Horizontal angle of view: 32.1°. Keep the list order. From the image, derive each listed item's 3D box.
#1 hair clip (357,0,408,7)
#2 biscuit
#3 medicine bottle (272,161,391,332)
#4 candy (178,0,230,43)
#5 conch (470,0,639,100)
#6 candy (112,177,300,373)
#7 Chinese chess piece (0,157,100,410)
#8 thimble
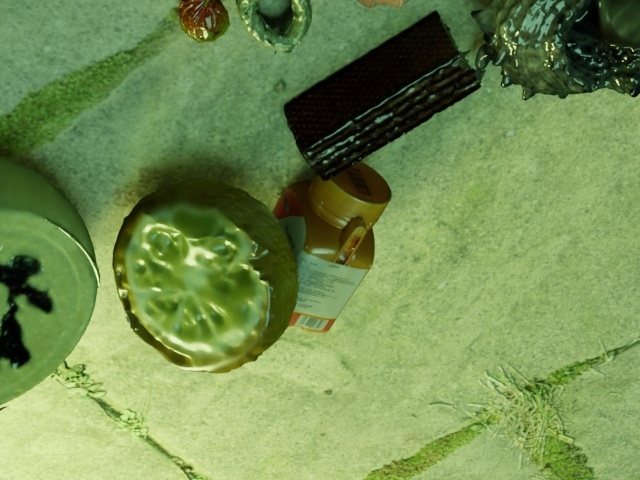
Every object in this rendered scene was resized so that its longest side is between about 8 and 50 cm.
[{"bbox_3d":[0.043,-0.329,1.255,0.138,0.123,0.102,16,96,-34],"label":"hair clip"},{"bbox_3d":[0.079,-0.181,1.395,0.252,0.106,0.070,-30,133,11],"label":"biscuit"},{"bbox_3d":[-0.001,0.000,1.503,0.112,0.149,0.222,14,125,-27],"label":"medicine bottle"},{"bbox_3d":[-0.139,-0.294,1.233,0.061,0.060,0.201,-13,149,-5],"label":"candy"},{"bbox_3d":[0.326,-0.288,1.347,0.313,0.186,0.240,-11,130,20],"label":"conch"},{"bbox_3d":[-0.151,0.047,1.444,0.118,0.260,0.260,-30,157,-56],"label":"candy"},{"bbox_3d":[-0.448,0.062,1.373,0.349,0.146,0.349,-20,134,-23],"label":"Chinese chess piece"},{"bbox_3d":[-0.055,-0.275,1.301,0.085,0.062,0.110,-13,133,-1],"label":"thimble"}]
